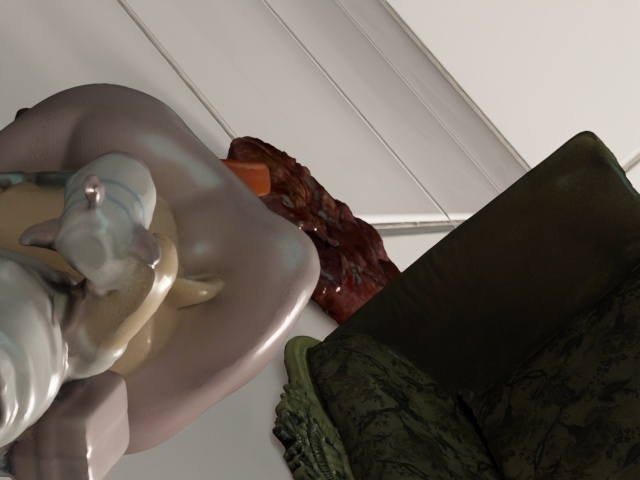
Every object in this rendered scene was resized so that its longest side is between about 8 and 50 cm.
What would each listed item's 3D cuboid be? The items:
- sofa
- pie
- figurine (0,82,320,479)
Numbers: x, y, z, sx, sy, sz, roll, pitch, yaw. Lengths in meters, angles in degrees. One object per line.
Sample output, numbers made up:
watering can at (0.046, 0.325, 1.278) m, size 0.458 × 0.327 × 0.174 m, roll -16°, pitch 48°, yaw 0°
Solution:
sofa at (0.111, 0.074, 0.681) m, size 0.182 × 0.200 × 0.258 m, roll 44°, pitch 14°, yaw -30°
pie at (0.000, 0.000, 0.901) m, size 0.154 × 0.036 × 0.154 m, roll 44°, pitch 13°, yaw -13°
figurine at (-0.071, 0.015, 0.437) m, size 0.229 × 0.137 × 0.112 m, roll -48°, pitch 128°, yaw -74°
